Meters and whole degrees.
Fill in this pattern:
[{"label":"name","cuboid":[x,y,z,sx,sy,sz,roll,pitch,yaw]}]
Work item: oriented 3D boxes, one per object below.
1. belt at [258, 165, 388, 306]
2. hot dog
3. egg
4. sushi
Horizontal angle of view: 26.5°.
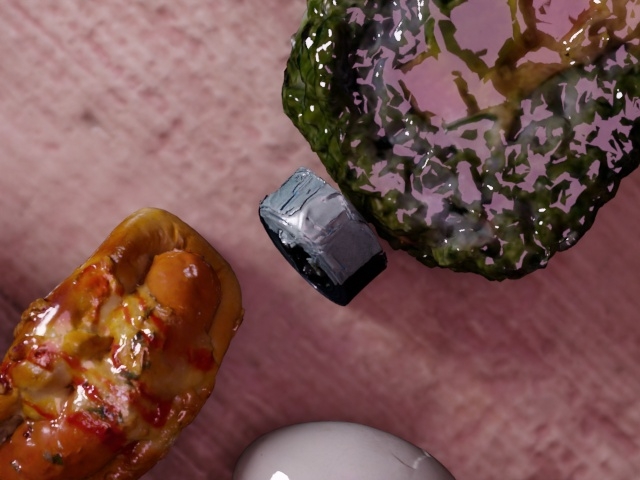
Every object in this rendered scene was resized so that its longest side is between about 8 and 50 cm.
[{"label":"belt","cuboid":[0.000,0.000,1.091,0.058,0.140,0.105,-44,66,-11]},{"label":"hot dog","cuboid":[-0.166,0.097,1.051,0.150,0.153,0.257,37,84,-7]},{"label":"egg","cuboid":[0.027,0.222,1.083,0.209,0.151,0.151,30,85,-7]},{"label":"sushi","cuboid":[0.140,-0.153,1.094,0.294,0.178,0.352,42,86,-4]}]
